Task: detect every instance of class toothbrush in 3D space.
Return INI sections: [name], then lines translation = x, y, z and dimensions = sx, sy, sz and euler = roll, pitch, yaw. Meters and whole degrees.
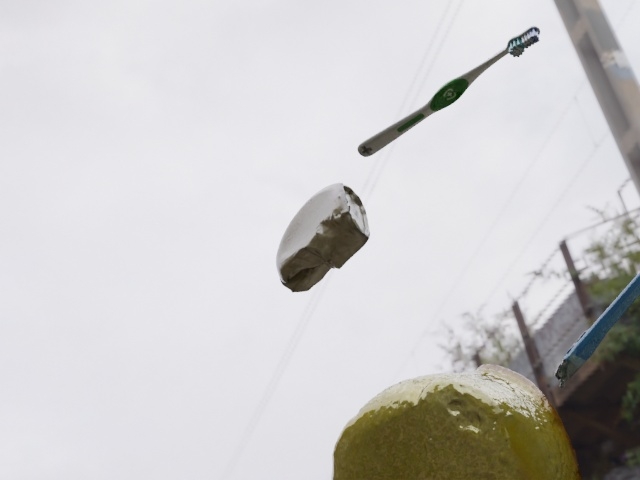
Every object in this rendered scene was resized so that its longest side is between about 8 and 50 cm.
[toothbrush]
translation = 0.166, -0.193, 1.392
dimensions = 0.304, 0.030, 0.030
euler = -32, -37, 31

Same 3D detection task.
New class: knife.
[knife]
translation = 0.516, 0.142, 1.865
dimensions = 0.044, 0.026, 0.296
euler = 39, -86, -24

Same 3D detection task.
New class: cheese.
[cheese]
translation = 0.000, 0.000, 1.808
dimensions = 0.091, 0.175, 0.202
euler = 35, -72, -23

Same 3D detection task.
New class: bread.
[bread]
translation = 0.137, 0.260, 1.069
dimensions = 0.270, 0.270, 0.148
euler = -33, -22, 29
